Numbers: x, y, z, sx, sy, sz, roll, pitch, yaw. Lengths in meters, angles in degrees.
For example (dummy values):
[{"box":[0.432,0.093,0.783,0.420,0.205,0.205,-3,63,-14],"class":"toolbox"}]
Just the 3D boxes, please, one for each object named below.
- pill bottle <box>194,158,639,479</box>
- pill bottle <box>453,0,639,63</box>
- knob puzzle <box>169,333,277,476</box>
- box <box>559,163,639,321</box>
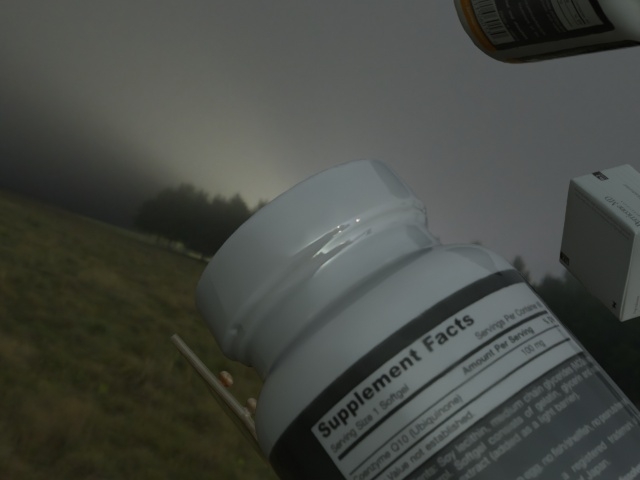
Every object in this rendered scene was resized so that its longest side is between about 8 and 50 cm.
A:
[{"box":[0.089,0.134,0.610,0.363,0.210,0.210,52,10,20],"class":"pill bottle"},{"box":[0.264,-0.257,0.885,0.162,0.162,0.278,19,-7,-30],"class":"pill bottle"},{"box":[-0.080,0.201,1.069,0.213,0.030,0.213,47,-14,16],"class":"knob puzzle"},{"box":[0.499,0.001,1.565,0.119,0.182,0.181,-15,38,-16],"class":"box"}]
